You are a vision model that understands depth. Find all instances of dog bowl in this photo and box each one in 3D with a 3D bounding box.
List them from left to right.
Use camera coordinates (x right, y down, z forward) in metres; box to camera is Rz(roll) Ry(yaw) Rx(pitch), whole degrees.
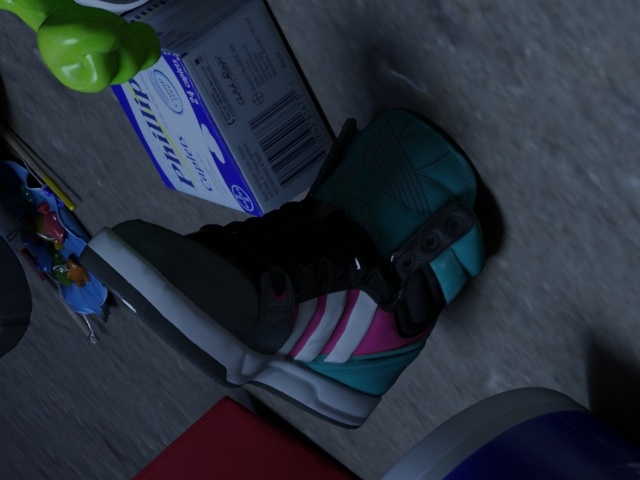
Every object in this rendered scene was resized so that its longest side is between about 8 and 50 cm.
[{"bbox_3d":[0.107,0.224,1.126,0.104,0.265,0.265,34,153,37],"label":"dog bowl"}]

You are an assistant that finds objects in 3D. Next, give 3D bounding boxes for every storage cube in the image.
[{"bbox_3d":[-0.062,0.290,1.679,0.193,0.215,0.184,28,149,36],"label":"storage cube"}]

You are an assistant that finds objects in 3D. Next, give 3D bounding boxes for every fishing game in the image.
[{"bbox_3d":[-0.266,0.005,1.882,0.189,0.041,0.264,48,159,20],"label":"fishing game"}]

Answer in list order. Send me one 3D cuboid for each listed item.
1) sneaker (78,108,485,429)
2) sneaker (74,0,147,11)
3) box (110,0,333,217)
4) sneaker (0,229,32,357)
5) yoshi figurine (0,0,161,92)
[{"bbox_3d":[0.000,0.000,1.105,0.124,0.178,0.295,40,-174,29],"label":"sneaker"},{"bbox_3d":[-0.236,-0.224,1.236,0.290,0.106,0.123,29,179,-11],"label":"sneaker"},{"bbox_3d":[-0.070,-0.092,1.259,0.137,0.072,0.126,18,140,57],"label":"box"},{"bbox_3d":[-0.409,-0.108,1.822,0.257,0.169,0.448,47,151,46],"label":"sneaker"},{"bbox_3d":[-0.172,-0.168,0.934,0.203,0.362,0.203,44,158,22],"label":"yoshi figurine"}]
